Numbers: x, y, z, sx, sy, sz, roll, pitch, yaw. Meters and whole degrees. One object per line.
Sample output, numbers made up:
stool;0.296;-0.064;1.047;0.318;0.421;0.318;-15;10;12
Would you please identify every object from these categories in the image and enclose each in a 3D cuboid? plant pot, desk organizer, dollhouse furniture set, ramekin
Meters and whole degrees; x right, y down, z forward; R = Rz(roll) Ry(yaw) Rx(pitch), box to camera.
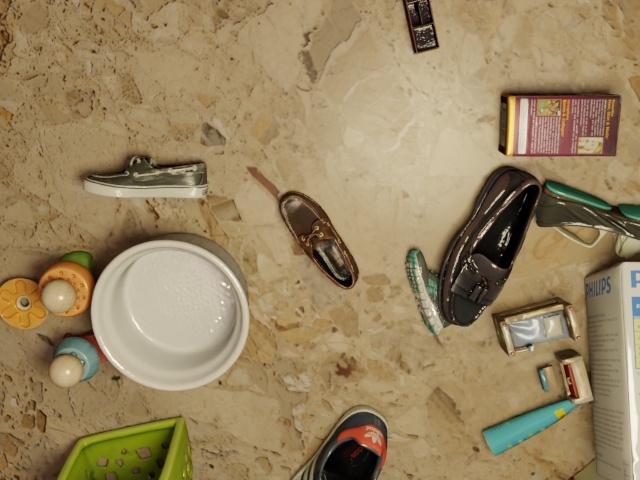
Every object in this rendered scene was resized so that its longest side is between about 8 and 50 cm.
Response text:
plant pot;-0.348;0.493;1.513;0.227;0.228;0.207;-13;110;5
desk organizer;0.168;-0.384;1.362;0.047;0.050;0.130;-13;103;5
dollhouse furniture set;0.400;0.211;1.442;0.129;0.129;0.183;-15;90;6
ramekin;-0.259;0.118;1.458;0.277;0.135;0.277;1;104;2

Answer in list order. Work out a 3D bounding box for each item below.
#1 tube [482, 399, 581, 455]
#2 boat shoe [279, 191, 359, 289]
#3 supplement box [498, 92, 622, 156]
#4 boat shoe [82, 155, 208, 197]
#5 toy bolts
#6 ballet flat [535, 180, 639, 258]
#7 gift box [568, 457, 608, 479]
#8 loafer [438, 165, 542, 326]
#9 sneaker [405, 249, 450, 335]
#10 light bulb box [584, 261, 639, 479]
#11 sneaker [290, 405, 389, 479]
tube;0.412;0.341;1.528;0.207;0.080;0.052;-29;74;11
boat shoe;0.000;0.000;1.453;0.073;0.073;0.207;-39;98;11
supplement box;0.408;-0.199;1.384;0.188;0.081;0.104;0;103;2
boat shoe;-0.311;-0.116;1.436;0.220;0.078;0.070;0;105;-6
toy bolts;-0.491;0.161;1.463;0.218;0.158;0.228;-15;103;6
ballet flat;0.514;-0.029;1.424;0.281;0.095;0.096;16;114;9
gift box;0.506;0.564;1.459;0.276;0.258;0.255;40;103;4
loafer;0.296;0.016;1.409;0.109;0.095;0.302;20;95;-20
sneaker;0.210;0.087;1.481;0.076;0.065;0.166;-23;106;-9
light bulb box;0.655;0.223;1.352;0.358;0.225;0.360;0;82;2
sneaker;0.014;0.483;1.531;0.131;0.148;0.350;26;103;-4
